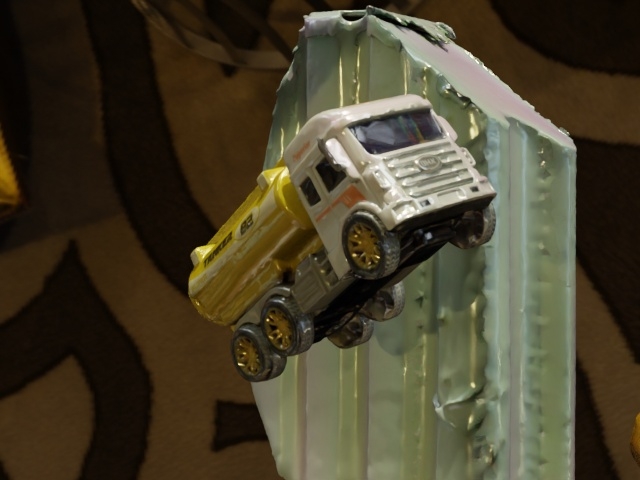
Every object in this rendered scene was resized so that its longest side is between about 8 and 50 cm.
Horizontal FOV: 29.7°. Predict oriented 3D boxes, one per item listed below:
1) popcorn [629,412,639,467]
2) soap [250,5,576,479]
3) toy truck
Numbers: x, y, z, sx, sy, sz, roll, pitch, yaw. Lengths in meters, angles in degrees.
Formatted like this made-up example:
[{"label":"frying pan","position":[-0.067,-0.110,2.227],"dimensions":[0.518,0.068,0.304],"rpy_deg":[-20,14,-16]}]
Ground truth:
[{"label":"popcorn","position":[0.479,0.232,1.137],"dimensions":[0.349,0.349,0.382],"rpy_deg":[-45,31,10]},{"label":"soap","position":[0.075,0.035,1.001],"dimensions":[0.261,0.156,0.446],"rpy_deg":[2,94,46]},{"label":"toy truck","position":[0.000,0.000,0.741],"dimensions":[0.227,0.098,0.114],"rpy_deg":[-45,68,48]}]
